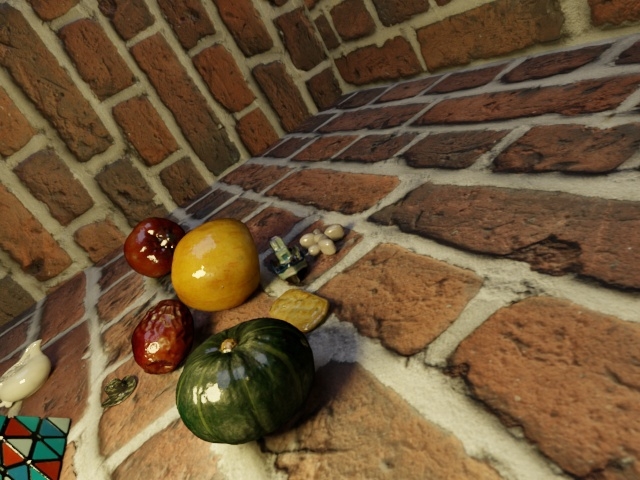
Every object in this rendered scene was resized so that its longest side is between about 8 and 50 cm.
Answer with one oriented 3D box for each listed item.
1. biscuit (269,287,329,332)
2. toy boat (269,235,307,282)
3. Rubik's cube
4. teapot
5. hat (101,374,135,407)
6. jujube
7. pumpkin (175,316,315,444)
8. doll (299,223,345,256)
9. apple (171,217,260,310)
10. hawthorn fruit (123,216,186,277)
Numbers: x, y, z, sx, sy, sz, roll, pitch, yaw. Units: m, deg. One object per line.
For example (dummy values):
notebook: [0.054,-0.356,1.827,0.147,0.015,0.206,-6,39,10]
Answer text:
biscuit: [-0.064,0.191,1.271,0.118,0.029,0.247,-42,26,-22]
toy boat: [-0.115,0.056,1.485,0.114,0.115,0.262,-33,24,-5]
Rubik's cube: [-0.777,0.581,1.288,0.250,0.284,0.234,4,11,13]
teapot: [-1.164,0.530,1.750,0.204,0.139,0.298,-13,29,30]
hat: [-0.627,0.455,1.381,0.121,0.050,0.121,-26,27,14]
jujube: [-0.476,0.287,1.373,0.183,0.183,0.243,-27,35,8]
pumpkin: [-0.153,0.297,0.964,0.300,0.207,0.300,-23,11,5]
doll: [0.000,0.000,1.532,0.160,0.059,0.161,-14,30,30]
apple: [-0.338,0.081,1.465,0.275,0.299,0.299,-15,22,-10]
hawthorn fruit: [-0.772,0.038,2.100,0.311,0.295,0.295,-22,25,20]
